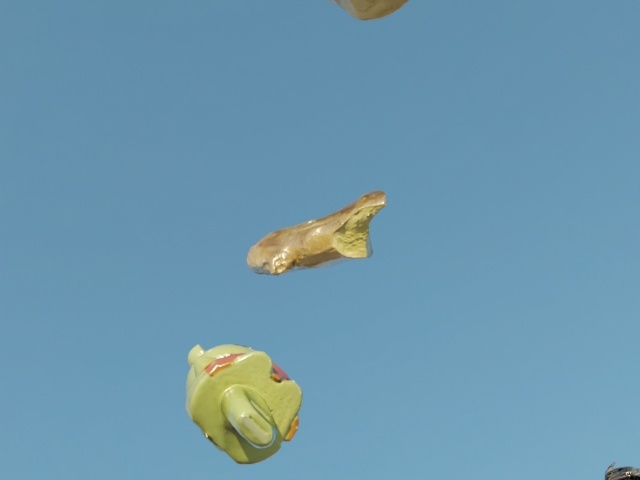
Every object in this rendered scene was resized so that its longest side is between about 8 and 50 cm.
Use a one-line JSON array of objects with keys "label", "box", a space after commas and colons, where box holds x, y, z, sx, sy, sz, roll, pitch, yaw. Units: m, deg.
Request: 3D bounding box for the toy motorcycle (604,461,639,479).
[{"label": "toy motorcycle", "box": [0.309, 0.340, 1.123, 0.157, 0.091, 0.263, 36, -55, 1]}]

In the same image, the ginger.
[{"label": "ginger", "box": [-0.001, 0.002, 0.815, 0.137, 0.057, 0.044, -20, -39, 26]}]

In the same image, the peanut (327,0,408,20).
[{"label": "peanut", "box": [0.008, -0.300, 0.917, 0.125, 0.274, 0.111, -30, -21, 4]}]

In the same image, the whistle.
[{"label": "whistle", "box": [-0.082, 0.170, 1.128, 0.106, 0.288, 0.131, -45, -83, -8]}]
